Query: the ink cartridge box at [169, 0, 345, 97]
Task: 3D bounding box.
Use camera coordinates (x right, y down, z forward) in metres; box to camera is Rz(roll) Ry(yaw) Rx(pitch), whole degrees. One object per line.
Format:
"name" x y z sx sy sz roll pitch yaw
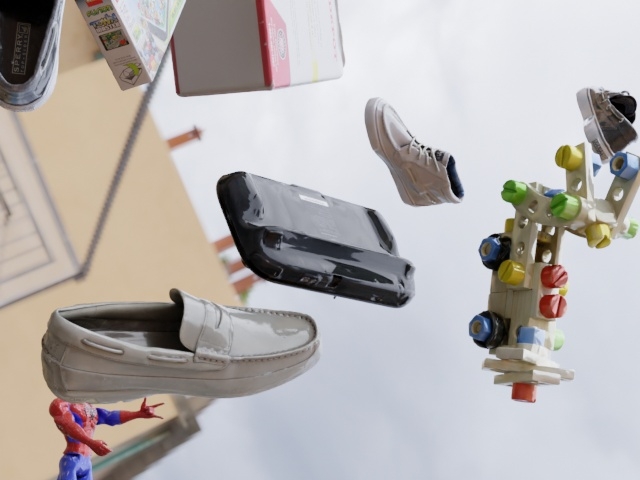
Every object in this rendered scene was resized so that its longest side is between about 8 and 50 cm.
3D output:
"ink cartridge box" -0.099 -0.375 1.886 0.385 0.160 0.279 -29 113 -71

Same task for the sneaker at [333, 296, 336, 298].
"sneaker" 0.009 0.063 1.901 0.038 0.098 0.069 -50 -133 47

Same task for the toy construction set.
"toy construction set" 0.275 0.049 1.435 0.151 0.327 0.215 32 -22 -27

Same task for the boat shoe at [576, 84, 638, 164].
"boat shoe" 0.417 -0.180 1.709 0.080 0.076 0.228 56 21 -12

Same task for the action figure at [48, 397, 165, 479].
"action figure" -0.281 0.294 1.516 0.139 0.091 0.280 -8 -106 25

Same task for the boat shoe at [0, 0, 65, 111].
"boat shoe" -0.332 -0.299 1.331 0.102 0.108 0.301 141 -46 -75

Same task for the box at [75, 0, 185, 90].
"box" -0.188 -0.252 1.210 0.207 0.036 0.114 -82 153 -52

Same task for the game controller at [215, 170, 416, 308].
"game controller" 0.000 0.000 1.551 0.067 0.319 0.166 -49 -129 23

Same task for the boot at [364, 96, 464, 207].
"boot" 0.180 -0.163 2.185 0.123 0.095 0.258 -1 -40 32

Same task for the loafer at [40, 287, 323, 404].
"loafer" -0.145 0.110 1.322 0.112 0.319 0.111 -122 -145 -48
